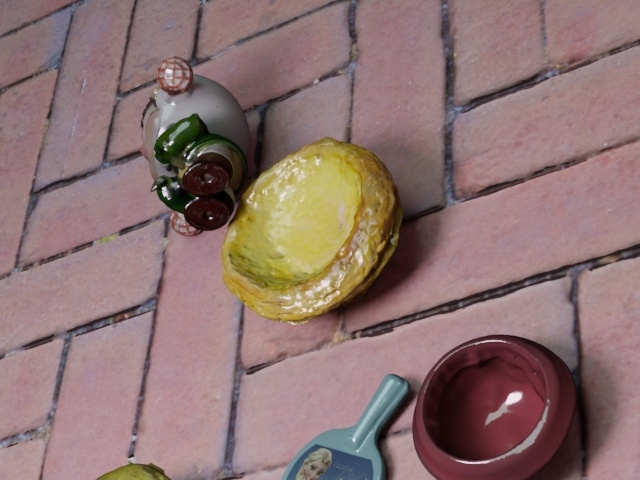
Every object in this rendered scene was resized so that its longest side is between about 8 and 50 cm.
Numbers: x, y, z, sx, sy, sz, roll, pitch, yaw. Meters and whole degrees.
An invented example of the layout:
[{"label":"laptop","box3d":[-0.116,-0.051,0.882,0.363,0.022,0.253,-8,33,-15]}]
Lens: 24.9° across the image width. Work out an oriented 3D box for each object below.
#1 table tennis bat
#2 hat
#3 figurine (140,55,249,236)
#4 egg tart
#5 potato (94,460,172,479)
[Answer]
[{"label":"table tennis bat","box3d":[0.035,0.266,1.771,0.149,0.038,0.237,24,75,48]},{"label":"hat","box3d":[0.200,0.201,1.653,0.205,0.089,0.205,-18,51,23]},{"label":"figurine","box3d":[-0.181,-0.131,2.141,0.167,0.281,0.370,-6,23,-7]},{"label":"egg tart","box3d":[0.000,0.000,1.965,0.294,0.123,0.294,-23,46,26]},{"label":"potato","box3d":[-0.272,0.395,1.818,0.248,0.143,0.169,-48,14,2]}]
